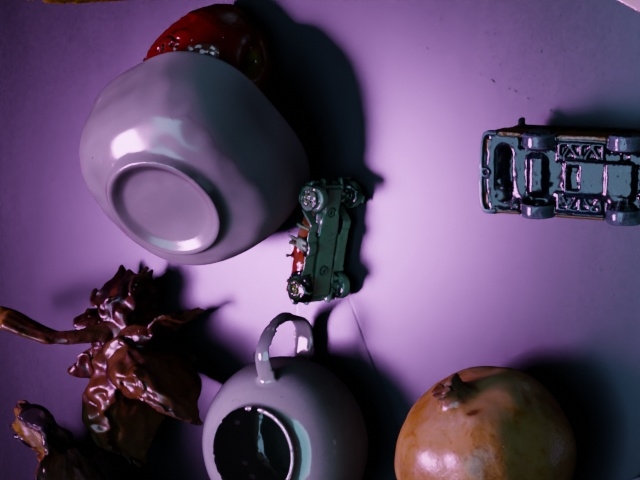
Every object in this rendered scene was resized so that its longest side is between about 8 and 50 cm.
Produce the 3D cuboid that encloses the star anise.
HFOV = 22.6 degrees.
[{"bbox_3d":[-0.267,0.138,1.892,0.346,0.148,0.237,18,107,19],"label":"star anise"}]

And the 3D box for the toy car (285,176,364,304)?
[{"bbox_3d":[0.000,0.000,1.736,0.054,0.073,0.143,24,114,46],"label":"toy car"}]

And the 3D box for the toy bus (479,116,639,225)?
[{"bbox_3d":[0.252,-0.067,1.539,0.182,0.103,0.091,5,102,26],"label":"toy bus"}]

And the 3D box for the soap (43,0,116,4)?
[{"bbox_3d":[-0.265,-0.419,1.689,0.156,0.293,0.335,-39,79,35],"label":"soap"}]

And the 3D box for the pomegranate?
[{"bbox_3d":[0.162,0.210,1.611,0.196,0.196,0.196,7,104,32],"label":"pomegranate"}]

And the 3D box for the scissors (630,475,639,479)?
[{"bbox_3d":[0.381,0.237,1.572,0.100,0.015,0.189,50,120,17],"label":"scissors"}]

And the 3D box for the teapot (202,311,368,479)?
[{"bbox_3d":[-0.045,0.225,1.766,0.193,0.129,0.294,5,96,30],"label":"teapot"}]

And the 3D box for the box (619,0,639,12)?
[{"bbox_3d":[0.348,-0.256,1.480,0.247,0.033,0.129,34,116,23],"label":"box"}]

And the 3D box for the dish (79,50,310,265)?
[{"bbox_3d":[-0.149,-0.069,1.727,0.256,0.117,0.256,12,133,13],"label":"dish"}]

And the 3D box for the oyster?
[{"bbox_3d":[-0.260,0.341,1.915,0.096,0.221,0.361,-32,89,-5],"label":"oyster"}]

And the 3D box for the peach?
[{"bbox_3d":[-0.139,-0.188,1.773,0.172,0.092,0.127,-16,94,32],"label":"peach"}]
